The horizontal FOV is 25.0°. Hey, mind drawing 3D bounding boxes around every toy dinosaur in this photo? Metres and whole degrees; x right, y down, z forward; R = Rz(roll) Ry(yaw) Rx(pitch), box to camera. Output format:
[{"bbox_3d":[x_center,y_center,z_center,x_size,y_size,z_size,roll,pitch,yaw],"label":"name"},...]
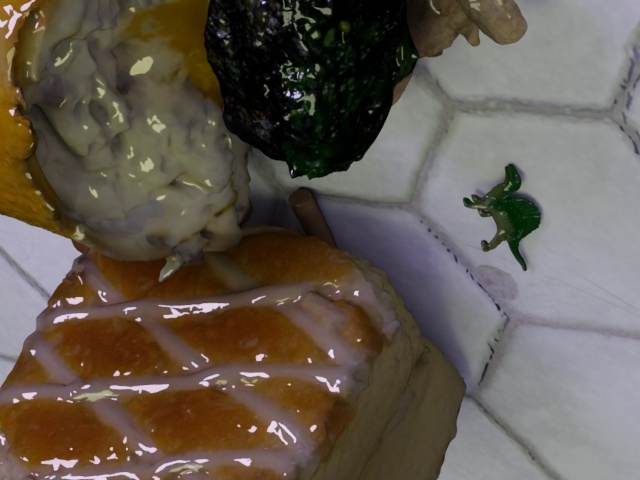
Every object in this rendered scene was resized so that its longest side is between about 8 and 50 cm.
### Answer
[{"bbox_3d":[0.166,-0.014,1.257,0.060,0.029,0.119,-8,126,30],"label":"toy dinosaur"}]

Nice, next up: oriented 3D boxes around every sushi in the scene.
[{"bbox_3d":[-0.007,-0.154,1.070,0.127,0.124,0.225,34,138,34],"label":"sushi"}]

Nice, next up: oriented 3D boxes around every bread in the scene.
[{"bbox_3d":[-0.269,-0.148,1.280,0.394,0.250,0.361,15,138,29],"label":"bread"},{"bbox_3d":[-0.104,0.189,1.387,0.390,0.371,0.279,14,149,32],"label":"bread"}]

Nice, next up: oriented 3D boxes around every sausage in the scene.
[{"bbox_3d":[0.000,0.000,1.411,0.026,0.026,0.116,6,135,36],"label":"sausage"}]

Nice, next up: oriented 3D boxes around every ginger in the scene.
[{"bbox_3d":[0.049,-0.180,1.145,0.149,0.065,0.259,56,148,-5],"label":"ginger"}]

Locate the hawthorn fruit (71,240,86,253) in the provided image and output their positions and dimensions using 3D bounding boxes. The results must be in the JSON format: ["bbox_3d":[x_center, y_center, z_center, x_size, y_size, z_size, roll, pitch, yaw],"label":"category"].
[{"bbox_3d":[-0.222,-0.004,1.569,0.103,0.066,0.067,21,143,1],"label":"hawthorn fruit"}]
